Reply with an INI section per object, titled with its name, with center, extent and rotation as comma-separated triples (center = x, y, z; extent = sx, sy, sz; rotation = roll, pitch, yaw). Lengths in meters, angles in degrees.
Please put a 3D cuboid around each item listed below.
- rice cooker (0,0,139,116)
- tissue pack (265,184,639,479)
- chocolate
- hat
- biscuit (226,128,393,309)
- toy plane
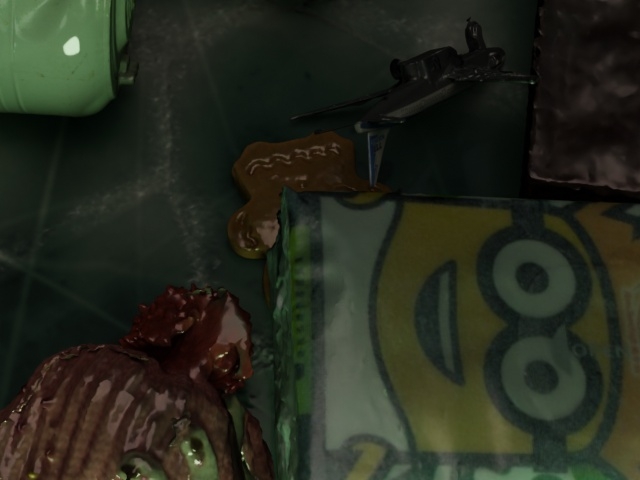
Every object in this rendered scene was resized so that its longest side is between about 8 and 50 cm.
[rice cooker]
center = -0.254, -0.207, 1.075
extent = 0.244, 0.226, 0.226
rotation = 2, 66, 0
[tissue pack]
center = 0.121, 0.085, 1.001
extent = 0.311, 0.128, 0.228
rotation = 2, 65, -10
[chocolate]
center = 0.218, -0.163, 1.144
extent = 0.112, 0.112, 0.321
rotation = 7, 67, 1
[hat]
center = -0.126, 0.157, 0.979
extent = 0.236, 0.107, 0.286
rotation = 28, 72, -9
[biscuit]
center = -0.005, -0.003, 1.103
extent = 0.133, 0.027, 0.184
rotation = -1, 66, -6
[toy plane]
center = 0.086, -0.119, 1.107
extent = 0.226, 0.058, 0.226
rotation = -5, 27, 39
